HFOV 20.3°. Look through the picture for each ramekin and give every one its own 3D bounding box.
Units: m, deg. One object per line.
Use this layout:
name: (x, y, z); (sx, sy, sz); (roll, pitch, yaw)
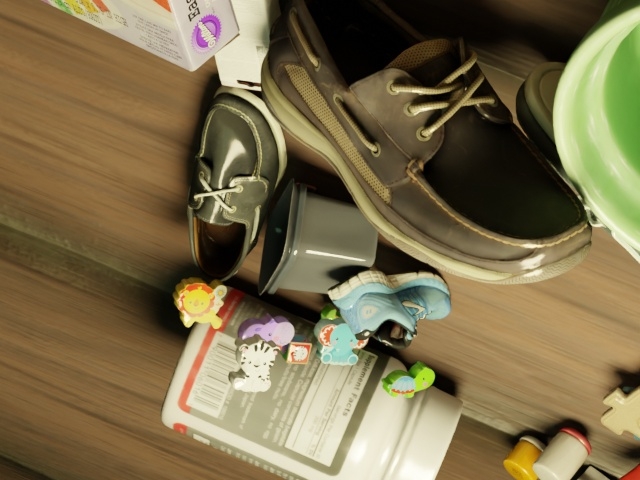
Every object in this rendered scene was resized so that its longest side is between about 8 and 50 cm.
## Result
ramekin: (0.338, -0.112, 1.331); (0.303, 0.148, 0.303); (16, 141, 13)

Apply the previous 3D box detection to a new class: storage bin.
storage bin: (0.000, 0.000, 1.709); (0.091, 0.098, 0.135); (11, 158, -11)

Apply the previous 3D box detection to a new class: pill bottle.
pill bottle: (-0.007, 0.172, 1.854); (0.283, 0.161, 0.161); (23, 143, 3)

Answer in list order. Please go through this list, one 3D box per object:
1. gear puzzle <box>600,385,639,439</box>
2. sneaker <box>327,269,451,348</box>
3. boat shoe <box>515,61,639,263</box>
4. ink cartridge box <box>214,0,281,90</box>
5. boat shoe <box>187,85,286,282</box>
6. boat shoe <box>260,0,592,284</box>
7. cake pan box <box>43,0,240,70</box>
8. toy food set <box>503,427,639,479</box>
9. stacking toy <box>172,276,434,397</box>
gear puzzle: (0.412, 0.123, 1.660); (0.175, 0.044, 0.339); (33, 139, -7)
sneaker: (0.071, 0.072, 1.714); (0.063, 0.073, 0.162); (-30, 160, 36)
boat shoe: (0.262, -0.024, 1.509); (0.319, 0.116, 0.099); (38, 138, -23)
ink cartridge box: (-0.065, -0.183, 1.579); (0.062, 0.029, 0.115); (10, 141, 19)
boat shoe: (-0.085, -0.051, 1.708); (0.084, 0.079, 0.233); (22, 141, 10)
boat shoe: (0.073, -0.096, 1.430); (0.355, 0.132, 0.130); (38, 145, 32)
cake pan box: (-0.200, -0.284, 1.446); (0.267, 0.070, 0.246); (29, 148, 33)
toy food set: (0.313, 0.255, 1.849); (0.232, 0.104, 0.111); (36, 159, 16)
stacking toy: (-0.016, 0.092, 1.725); (0.221, 0.167, 0.052); (5, 108, -25)
